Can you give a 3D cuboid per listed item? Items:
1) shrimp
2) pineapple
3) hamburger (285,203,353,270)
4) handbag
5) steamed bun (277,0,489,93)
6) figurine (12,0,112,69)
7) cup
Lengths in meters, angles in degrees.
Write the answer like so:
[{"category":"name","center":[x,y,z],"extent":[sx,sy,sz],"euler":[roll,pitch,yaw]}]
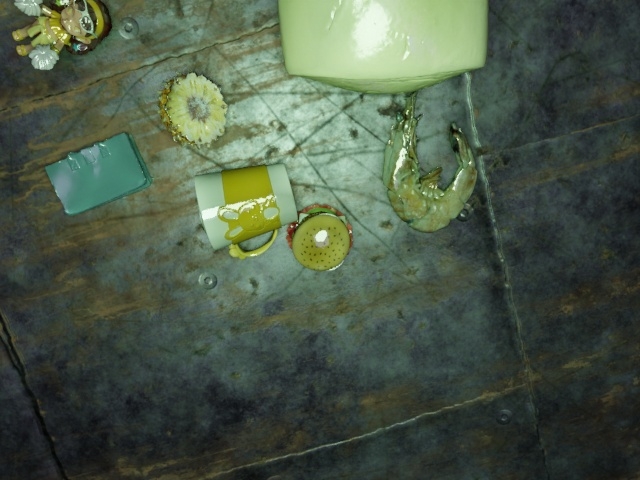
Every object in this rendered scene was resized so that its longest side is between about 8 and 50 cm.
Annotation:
[{"category":"shrimp","center":[0.268,-0.194,1.316],"extent":[0.246,0.085,0.361],"euler":[-15,107,-8]},{"category":"pineapple","center":[-0.316,-0.299,1.243],"extent":[0.161,0.136,0.176],"euler":[-47,119,-30]},{"category":"hamburger","center":[0.003,0.001,1.318],"extent":[0.175,0.137,0.176],"euler":[-1,106,-4]},{"category":"handbag","center":[-0.540,-0.161,1.302],"extent":[0.221,0.057,0.144],"euler":[-21,99,3]},{"category":"steamed bun","center":[0.136,-0.500,1.123],"extent":[0.455,0.290,0.372],"euler":[-4,105,-1]},{"category":"figurine","center":[-0.586,-0.475,1.192],"extent":[0.239,0.116,0.175],"euler":[-13,102,7]},{"category":"cup","center":[-0.172,-0.067,1.285],"extent":[0.226,0.185,0.241],"euler":[-15,123,-4]}]
